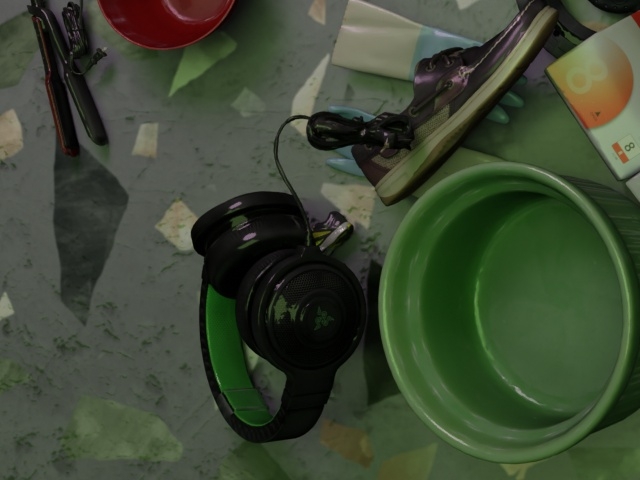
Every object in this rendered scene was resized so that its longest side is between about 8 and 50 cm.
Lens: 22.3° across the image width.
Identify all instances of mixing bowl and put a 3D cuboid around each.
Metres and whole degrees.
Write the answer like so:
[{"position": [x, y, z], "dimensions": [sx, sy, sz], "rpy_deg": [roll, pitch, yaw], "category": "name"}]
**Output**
[{"position": [-0.159, -0.304, 1.873], "dimensions": [0.181, 0.098, 0.181], "rpy_deg": [0, 90, 18], "category": "mixing bowl"}]

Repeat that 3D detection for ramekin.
[{"position": [0.222, 0.070, 1.677], "dimensions": [0.303, 0.148, 0.303], "rpy_deg": [1, 92, 40], "category": "ramekin"}]

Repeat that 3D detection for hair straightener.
[{"position": [-0.292, -0.221, 1.950], "dimensions": [0.089, 0.047, 0.230], "rpy_deg": [-17, 80, 17], "category": "hair straightener"}]

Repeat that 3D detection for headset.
[{"position": [-0.022, 0.035, 1.759], "dimensions": [0.243, 0.185, 0.394], "rpy_deg": [53, 138, 44], "category": "headset"}]

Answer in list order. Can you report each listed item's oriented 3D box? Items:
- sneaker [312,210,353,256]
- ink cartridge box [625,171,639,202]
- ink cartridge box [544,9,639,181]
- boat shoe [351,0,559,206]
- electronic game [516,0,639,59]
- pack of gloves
[{"position": [0.000, 0.000, 1.857], "dimensions": [0.083, 0.031, 0.035], "rpy_deg": [-39, 65, 10], "category": "sneaker"}, {"position": [0.422, -0.024, 1.665], "dimensions": [0.127, 0.128, 0.176], "rpy_deg": [-37, 79, 13], "category": "ink cartridge box"}, {"position": [0.346, -0.167, 1.689], "dimensions": [0.179, 0.045, 0.145], "rpy_deg": [-34, 84, 11], "category": "ink cartridge box"}, {"position": [0.136, -0.158, 1.731], "dimensions": [0.092, 0.103, 0.285], "rpy_deg": [44, 119, 5], "category": "boat shoe"}, {"position": [0.321, -0.289, 1.742], "dimensions": [0.229, 0.048, 0.229], "rpy_deg": [0, 88, 10], "category": "electronic game"}, {"position": [0.115, -0.145, 1.822], "dimensions": [0.232, 0.046, 0.195], "rpy_deg": [22, 109, 19], "category": "pack of gloves"}]
